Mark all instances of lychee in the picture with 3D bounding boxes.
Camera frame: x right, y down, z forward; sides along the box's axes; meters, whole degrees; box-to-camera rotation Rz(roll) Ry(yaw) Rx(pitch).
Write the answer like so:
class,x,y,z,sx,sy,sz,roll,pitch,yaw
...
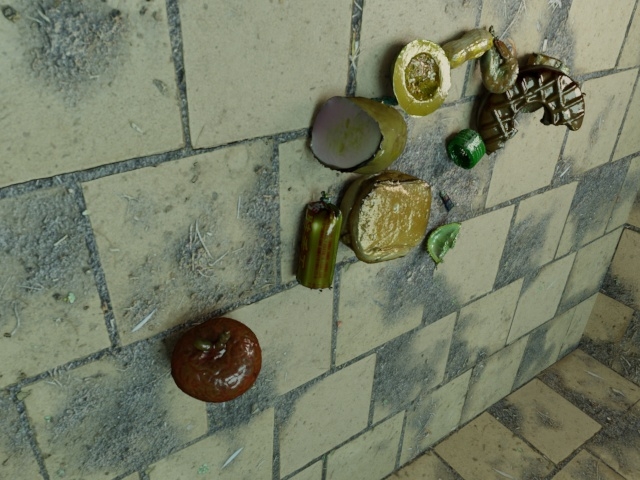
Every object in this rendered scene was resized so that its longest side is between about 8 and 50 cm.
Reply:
class,x,y,z,sx,sy,sz,roll,pitch,yaw
lychee,-0.289,0.337,1.466,0.255,0.255,0.300,-31,164,-22

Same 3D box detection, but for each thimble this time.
class,x,y,z,sx,sy,sz,roll,pitch,yaw
thimble,0.509,-0.320,1.817,0.090,0.118,0.130,-44,157,-15

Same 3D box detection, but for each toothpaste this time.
class,x,y,z,sx,sy,sz,roll,pitch,yaw
toothpaste,0.477,-0.151,1.967,0.037,0.021,0.140,-47,139,0

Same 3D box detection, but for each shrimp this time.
class,x,y,z,sx,sy,sz,roll,pitch,yaw
shrimp,0.576,-0.589,1.697,0.115,0.051,0.217,-11,102,13

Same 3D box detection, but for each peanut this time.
class,x,y,z,sx,sy,sz,roll,pitch,yaw
peanut,0.448,-0.595,1.612,0.206,0.087,0.087,-30,132,-20

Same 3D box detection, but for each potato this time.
class,x,y,z,sx,sy,sz,roll,pitch,yaw
potato,0.139,-0.292,1.478,0.266,0.229,0.229,-10,124,-54

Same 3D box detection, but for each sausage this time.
class,x,y,z,sx,sy,sz,roll,pitch,yaw
sausage,0.001,0.001,1.582,0.117,0.125,0.317,-13,123,-35

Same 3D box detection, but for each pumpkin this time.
class,x,y,z,sx,sy,sz,roll,pitch,yaw
pumpkin,0.273,-0.480,1.532,0.217,0.110,0.217,-11,115,-25

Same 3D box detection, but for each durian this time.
class,x,y,z,sx,sy,sz,roll,pitch,yaw
durian,0.457,0.015,1.997,0.086,0.100,0.215,32,87,-44

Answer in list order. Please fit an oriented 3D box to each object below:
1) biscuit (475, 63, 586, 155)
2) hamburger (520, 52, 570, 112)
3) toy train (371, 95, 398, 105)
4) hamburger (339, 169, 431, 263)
class,x,y,z,sx,sy,sz,roll,pitch,yaw
biscuit,0.712,-0.461,1.795,0.366,0.115,0.268,-20,116,12
hamburger,0.788,-0.560,1.880,0.155,0.135,0.208,-61,168,-66
toy train,0.187,-0.407,1.538,0.092,0.045,0.029,-19,125,-34
hamburger,0.207,-0.082,1.668,0.304,0.174,0.284,-6,118,-38
